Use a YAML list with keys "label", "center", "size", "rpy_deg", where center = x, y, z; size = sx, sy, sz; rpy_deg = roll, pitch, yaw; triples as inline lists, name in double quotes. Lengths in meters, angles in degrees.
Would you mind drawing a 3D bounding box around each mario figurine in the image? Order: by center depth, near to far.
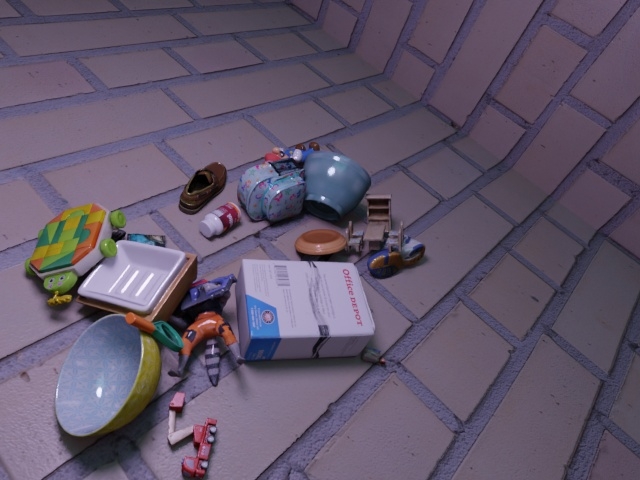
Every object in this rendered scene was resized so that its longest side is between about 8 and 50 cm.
- label: "mario figurine"
  center: [-0.141, -0.378, 1.974]
  size: [0.170, 0.198, 0.321]
  rpy_deg: [47, 43, 4]

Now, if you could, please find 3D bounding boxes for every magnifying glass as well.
- label: "magnifying glass"
  center: [-0.408, 0.223, 1.120]
  size: [0.026, 0.231, 0.092]
  rpy_deg: [-40, 63, -6]

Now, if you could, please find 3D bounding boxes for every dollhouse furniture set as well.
- label: "dollhouse furniture set"
  center: [0.223, -0.073, 1.804]
  size: [0.213, 0.160, 0.242]
  rpy_deg: [1, 25, 14]

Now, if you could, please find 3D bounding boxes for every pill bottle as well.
- label: "pill bottle"
  center: [-0.370, -0.074, 1.656]
  size: [0.086, 0.086, 0.152]
  rpy_deg: [37, 46, 12]

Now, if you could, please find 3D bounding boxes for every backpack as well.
- label: "backpack"
  center: [-0.188, -0.188, 1.748]
  size: [0.254, 0.225, 0.191]
  rpy_deg: [-14, 51, -29]

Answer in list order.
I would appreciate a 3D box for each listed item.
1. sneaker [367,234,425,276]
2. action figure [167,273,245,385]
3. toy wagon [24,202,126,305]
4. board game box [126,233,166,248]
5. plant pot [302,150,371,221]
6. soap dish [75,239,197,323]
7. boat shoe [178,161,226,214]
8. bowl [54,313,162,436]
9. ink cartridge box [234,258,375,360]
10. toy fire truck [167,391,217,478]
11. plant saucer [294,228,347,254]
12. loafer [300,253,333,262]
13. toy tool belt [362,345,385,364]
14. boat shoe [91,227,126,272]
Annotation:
- label: "sneaker"
  center: [0.284, 0.057, 1.829]
  size: [0.297, 0.111, 0.131]
  rpy_deg: [-15, 39, -35]
- label: "action figure"
  center: [-0.383, 0.256, 1.335]
  size: [0.342, 0.178, 0.330]
  rpy_deg: [-18, 46, 0]
- label: "toy wagon"
  center: [-0.727, 0.031, 1.318]
  size: [0.268, 0.068, 0.344]
  rpy_deg: [-13, 47, 7]
- label: "board game box"
  center: [-0.576, 0.056, 1.486]
  size: [0.126, 0.026, 0.186]
  rpy_deg: [3, 48, -21]
- label: "plant pot"
  center: [0.038, -0.201, 1.845]
  size: [0.293, 0.293, 0.196]
  rpy_deg: [23, 70, -2]
- label: "soap dish"
  center: [-0.516, 0.122, 1.295]
  size: [0.291, 0.118, 0.228]
  rpy_deg: [8, 52, 25]
- label: "boat shoe"
  center: [-0.442, -0.227, 1.754]
  size: [0.111, 0.104, 0.307]
  rpy_deg: [22, 44, -3]
- label: "bowl"
  center: [-0.499, 0.345, 1.134]
  size: [0.156, 0.290, 0.289]
  rpy_deg: [44, 20, -52]
- label: "ink cartridge box"
  center: [-0.060, 0.222, 1.457]
  size: [0.396, 0.166, 0.285]
  rpy_deg: [3, 49, -20]
- label: "toy fire truck"
  center: [-0.340, 0.500, 1.158]
  size: [0.136, 0.047, 0.191]
  rpy_deg: [16, 46, -9]
- label: "plant saucer"
  center: [0.000, 0.000, 1.714]
  size: [0.200, 0.037, 0.200]
  rpy_deg: [-3, 21, 1]
- label: "loafer"
  center: [-0.009, 0.070, 1.699]
  size: [0.080, 0.078, 0.220]
  rpy_deg: [8, 24, 28]
- label: "toy tool belt"
  center: [0.180, 0.377, 1.501]
  size: [0.084, 0.052, 0.051]
  rpy_deg: [18, 53, -9]
- label: "boat shoe"
  center: [-0.667, 0.038, 1.425]
  size: [0.074, 0.080, 0.223]
  rpy_deg: [4, 43, -14]
